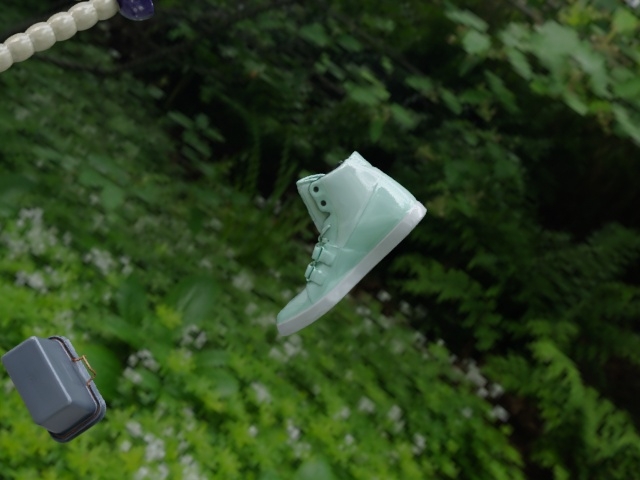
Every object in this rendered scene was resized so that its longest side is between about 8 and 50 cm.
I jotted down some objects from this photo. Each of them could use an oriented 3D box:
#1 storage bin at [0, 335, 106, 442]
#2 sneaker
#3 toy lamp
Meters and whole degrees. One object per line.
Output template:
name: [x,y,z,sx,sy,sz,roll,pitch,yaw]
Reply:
storage bin: [-0.346,0.183,1.659,0.135,0.098,0.091,57,1,17]
sneaker: [0.000,0.000,1.704,0.151,0.256,0.094,44,8,0]
toy lamp: [-0.308,-0.204,1.343,0.080,0.274,0.080,51,-17,23]
